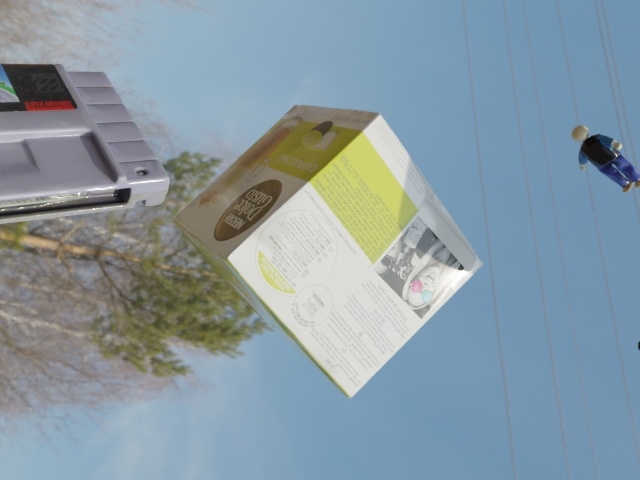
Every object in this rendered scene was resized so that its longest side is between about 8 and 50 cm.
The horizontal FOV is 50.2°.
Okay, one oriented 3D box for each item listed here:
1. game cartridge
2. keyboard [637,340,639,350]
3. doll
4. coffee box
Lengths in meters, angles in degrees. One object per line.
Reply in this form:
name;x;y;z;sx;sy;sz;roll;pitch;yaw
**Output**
game cartridge;-0.377;-0.115;0.768;0.230;0.355;0.068;57;-43;25
keyboard;0.659;0.217;1.190;0.108;0.023;0.180;-32;-127;-6
doll;0.625;-0.183;1.511;0.046;0.189;0.129;-54;-171;-25
coffee box;0.000;0.000;1.211;0.334;0.338;0.337;-44;-154;-10
